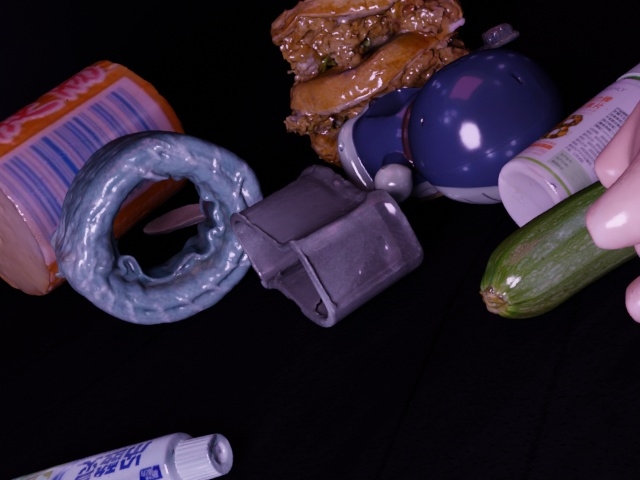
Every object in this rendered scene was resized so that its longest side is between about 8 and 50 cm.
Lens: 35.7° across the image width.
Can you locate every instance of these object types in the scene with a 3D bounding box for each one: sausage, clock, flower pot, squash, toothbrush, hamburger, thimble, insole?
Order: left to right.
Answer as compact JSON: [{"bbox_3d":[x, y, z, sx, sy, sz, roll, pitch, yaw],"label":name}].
[{"bbox_3d":[-0.357,-0.092,1.415,0.233,0.233,0.287,-1,35,48],"label":"sausage"},{"bbox_3d":[-0.185,-0.018,1.090,0.235,0.198,0.143,-27,19,-16],"label":"thimble"},{"bbox_3d":[-0.171,-0.037,1.369,0.192,0.010,0.063,-14,25,31],"label":"insole"},{"bbox_3d":[0.000,0.000,0.964,0.108,0.103,0.229,-33,22,-15],"label":"flower pot"},{"bbox_3d":[0.057,-0.219,1.241,0.260,0.211,0.245,-30,14,-20],"label":"hamburger"},{"bbox_3d":[0.146,-0.236,1.425,0.294,0.028,0.026,-26,20,18],"label":"toothbrush"},{"bbox_3d":[0.131,-0.102,0.998,0.199,0.146,0.243,-37,16,-32],"label":"clock"},{"bbox_3d":[0.219,-0.009,0.776,0.219,0.068,0.077,-29,5,-3],"label":"squash"}]

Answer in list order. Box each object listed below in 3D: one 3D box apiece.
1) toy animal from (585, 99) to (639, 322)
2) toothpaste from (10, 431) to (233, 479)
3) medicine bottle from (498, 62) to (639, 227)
[{"bbox_3d":[0.298,-0.033,0.582,0.269,0.237,0.326,-31,17,23],"label":"toy animal"},{"bbox_3d":[-0.198,0.206,0.823,0.297,0.048,0.074,-20,26,28],"label":"toothpaste"},{"bbox_3d":[0.248,-0.079,0.875,0.183,0.086,0.086,-36,23,-21],"label":"medicine bottle"}]
